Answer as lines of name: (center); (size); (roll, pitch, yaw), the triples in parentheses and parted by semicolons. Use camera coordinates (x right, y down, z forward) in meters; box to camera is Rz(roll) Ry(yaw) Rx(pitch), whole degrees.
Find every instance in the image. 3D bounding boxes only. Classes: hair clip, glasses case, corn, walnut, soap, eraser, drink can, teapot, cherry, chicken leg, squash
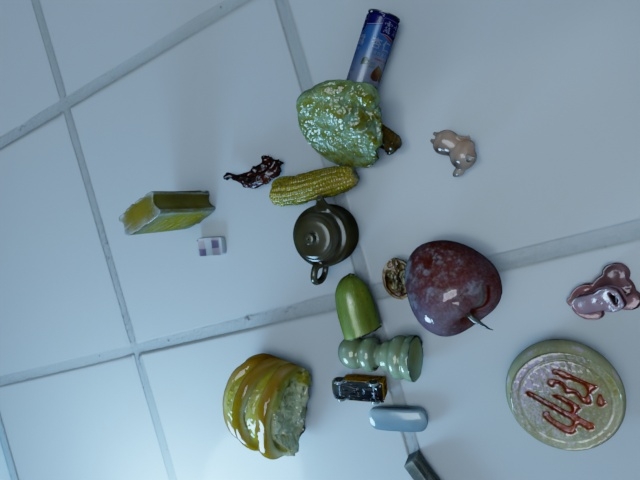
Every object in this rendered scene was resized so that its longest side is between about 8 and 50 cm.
hair clip: (0.695, 0.134, 1.162); (0.123, 0.102, 0.138); (61, 147, 8)
glasses case: (0.230, 0.530, 1.408); (0.178, 0.045, 0.068); (-8, 93, 25)
corn: (-0.023, -0.162, 1.409); (0.291, 0.101, 0.101); (-8, 93, 24)
walnut: (0.227, 0.107, 1.355); (0.091, 0.052, 0.121); (-8, 91, 26)
soap: (-0.489, -0.092, 1.531); (0.173, 0.274, 0.089); (-28, 84, 24)
eraser: (-0.376, 0.020, 1.630); (0.105, 0.026, 0.065); (-5, 97, 24)
drink can: (0.137, -0.499, 1.301); (0.097, 0.097, 0.236); (25, 106, 20)
teapot: (0.000, 0.000, 1.380); (0.185, 0.175, 0.268); (8, 99, 26)
glasses case: (0.328, 0.717, 1.373); (0.047, 0.070, 0.205); (-41, 79, 19)
cherry: (0.341, 0.131, 1.222); (0.236, 0.213, 0.285); (-36, 56, -5)
chicken leg: (-0.211, -0.211, 1.517); (0.218, 0.048, 0.090); (-20, 85, 25)
squash: (0.101, 0.189, 1.387); (0.122, 0.123, 0.187); (-15, 91, 25)

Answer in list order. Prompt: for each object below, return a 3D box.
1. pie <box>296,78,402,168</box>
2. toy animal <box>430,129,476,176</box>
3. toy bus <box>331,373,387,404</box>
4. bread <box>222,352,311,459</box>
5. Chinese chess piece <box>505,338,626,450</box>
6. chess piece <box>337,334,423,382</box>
pie: (0.064, -0.311, 1.297); (0.256, 0.106, 0.275); (-10, 132, 32)
toy animal: (0.351, -0.237, 1.245); (0.089, 0.083, 0.150); (-43, 60, 1)
toy bus: (0.118, 0.444, 1.433); (0.162, 0.074, 0.070); (-3, 103, 22)
bread: (-0.184, 0.526, 1.505); (0.269, 0.211, 0.316); (14, 99, 23)
Chinese chess piece: (0.608, 0.383, 1.186); (0.269, 0.112, 0.271); (3, 97, 23)
chess piece: (0.165, 0.331, 1.378); (0.243, 0.133, 0.133); (-1, 96, 31)
